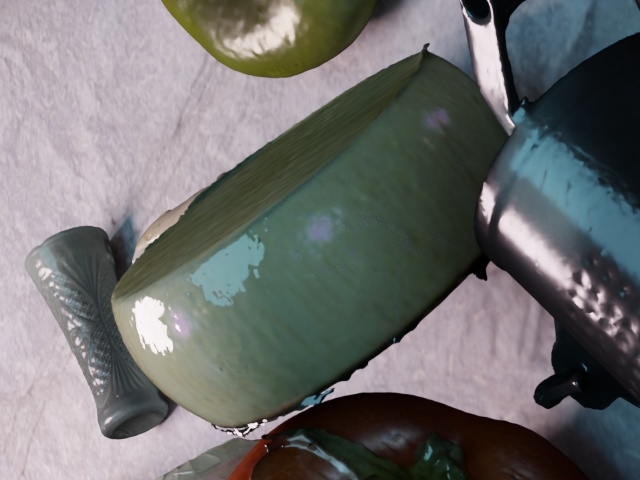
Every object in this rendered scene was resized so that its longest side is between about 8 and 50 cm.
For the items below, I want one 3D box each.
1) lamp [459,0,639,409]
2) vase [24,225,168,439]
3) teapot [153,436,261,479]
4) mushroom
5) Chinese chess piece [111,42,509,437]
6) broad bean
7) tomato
[{"bbox_3d":[0.249,-0.005,1.224,0.272,0.205,0.374,32,141,44],"label":"lamp"},{"bbox_3d":[-0.233,0.101,1.969,0.096,0.096,0.219,-47,59,42],"label":"vase"},{"bbox_3d":[-0.111,0.299,1.722,0.163,0.221,0.178,-36,81,53],"label":"teapot"},{"bbox_3d":[-0.119,-0.006,1.838,0.084,0.071,0.209,54,144,-8],"label":"mushroom"},{"bbox_3d":[0.000,0.000,1.472,0.146,0.349,0.349,52,141,-11],"label":"Chinese chess piece"},{"bbox_3d":[-0.048,-0.266,1.691,0.291,0.119,0.238,-1,91,51],"label":"broad bean"},{"bbox_3d":[0.067,0.290,1.410,0.341,0.341,0.273,48,143,39],"label":"tomato"}]
